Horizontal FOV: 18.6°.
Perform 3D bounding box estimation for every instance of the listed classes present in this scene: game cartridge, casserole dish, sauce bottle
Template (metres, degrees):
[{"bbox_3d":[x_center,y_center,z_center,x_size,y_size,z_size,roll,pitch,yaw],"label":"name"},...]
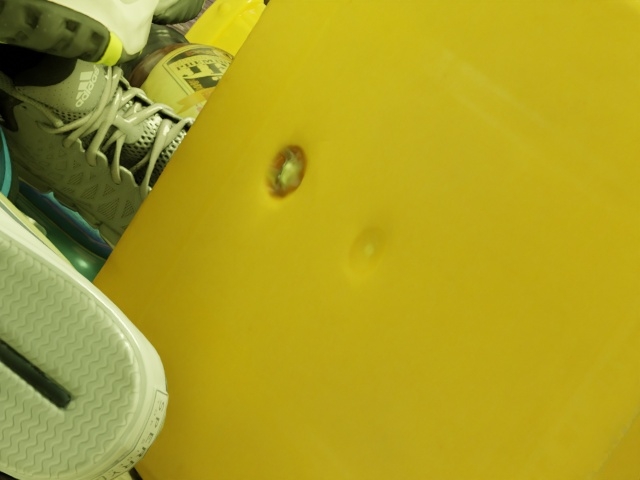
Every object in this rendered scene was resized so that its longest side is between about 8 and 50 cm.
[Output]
[{"bbox_3d":[0.036,0.012,0.774,0.053,0.285,0.324,26,12,-38],"label":"game cartridge"},{"bbox_3d":[-0.145,-0.006,1.042,0.188,0.037,0.114,40,12,33],"label":"casserole dish"},{"bbox_3d":[-0.087,-0.081,1.415,0.111,0.111,0.344,28,10,-28],"label":"sauce bottle"}]

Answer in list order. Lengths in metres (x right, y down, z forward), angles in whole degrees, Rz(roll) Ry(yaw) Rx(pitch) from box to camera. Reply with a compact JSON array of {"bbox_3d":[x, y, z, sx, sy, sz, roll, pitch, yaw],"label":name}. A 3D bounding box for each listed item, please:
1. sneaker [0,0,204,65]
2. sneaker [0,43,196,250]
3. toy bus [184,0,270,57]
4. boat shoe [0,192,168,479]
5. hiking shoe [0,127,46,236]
[{"bbox_3d":[-0.107,-0.181,0.900,0.145,0.147,0.384,12,14,-9],"label":"sneaker"},{"bbox_3d":[-0.093,-0.044,0.942,0.229,0.086,0.132,27,-17,20],"label":"sneaker"},{"bbox_3d":[0.001,-0.090,1.655,0.220,0.149,0.211,25,14,-50],"label":"toy bus"},{"bbox_3d":[-0.184,-0.006,0.773,0.302,0.109,0.094,43,-6,9],"label":"boat shoe"},{"bbox_3d":[-0.263,-0.088,0.945,0.304,0.113,0.132,36,-17,35],"label":"hiking shoe"}]
